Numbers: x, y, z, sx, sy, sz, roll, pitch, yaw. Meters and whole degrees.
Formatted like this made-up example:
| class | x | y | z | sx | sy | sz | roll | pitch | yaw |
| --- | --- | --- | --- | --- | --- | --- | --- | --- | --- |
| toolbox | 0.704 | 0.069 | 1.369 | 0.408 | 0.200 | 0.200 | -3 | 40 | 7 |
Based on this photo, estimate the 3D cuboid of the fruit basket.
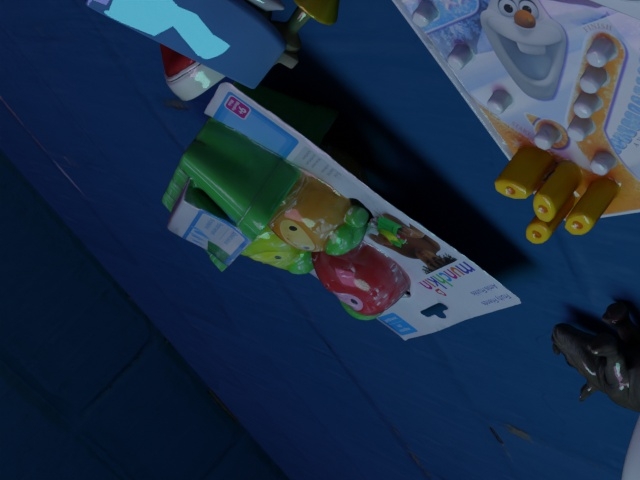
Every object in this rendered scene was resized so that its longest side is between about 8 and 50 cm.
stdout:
| class | x | y | z | sx | sy | sz | roll | pitch | yaw |
| --- | --- | --- | --- | --- | --- | --- | --- | --- | --- |
| fruit basket | 0.000 | 0.000 | 1.048 | 0.353 | 0.165 | 0.327 | 41 | 160 | -5 |

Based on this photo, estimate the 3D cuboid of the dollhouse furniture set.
| class | x | y | z | sx | sy | sz | roll | pitch | yaw |
| --- | --- | --- | --- | --- | --- | --- | --- | --- | --- |
| dollhouse furniture set | -0.106 | -0.311 | 0.711 | 0.303 | 0.286 | 0.198 | 25 | 125 | -27 |

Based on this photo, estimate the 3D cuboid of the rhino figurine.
| class | x | y | z | sx | sy | sz | roll | pitch | yaw |
| --- | --- | --- | --- | --- | --- | --- | --- | --- | --- |
| rhino figurine | 0.286 | 0.115 | 0.875 | 0.106 | 0.073 | 0.243 | 51 | 160 | -16 |

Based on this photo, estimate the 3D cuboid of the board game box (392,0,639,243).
| class | x | y | z | sx | sy | sz | roll | pitch | yaw |
| --- | --- | --- | --- | --- | --- | --- | --- | --- | --- |
| board game box | 0.159 | -0.160 | 0.508 | 0.390 | 0.050 | 0.390 | 49 | 152 | -19 |

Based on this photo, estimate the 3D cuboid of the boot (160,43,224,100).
| class | x | y | z | sx | sy | sz | roll | pitch | yaw |
| --- | --- | --- | --- | --- | --- | --- | --- | --- | --- |
| boot | -0.136 | -0.227 | 0.835 | 0.176 | 0.088 | 0.244 | 56 | -173 | -27 |

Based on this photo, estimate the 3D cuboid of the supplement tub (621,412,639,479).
| class | x | y | z | sx | sy | sz | roll | pitch | yaw |
| --- | --- | --- | --- | --- | --- | --- | --- | --- | --- |
| supplement tub | 0.375 | 0.165 | 0.561 | 0.331 | 0.241 | 0.241 | 25 | 154 | 40 |
